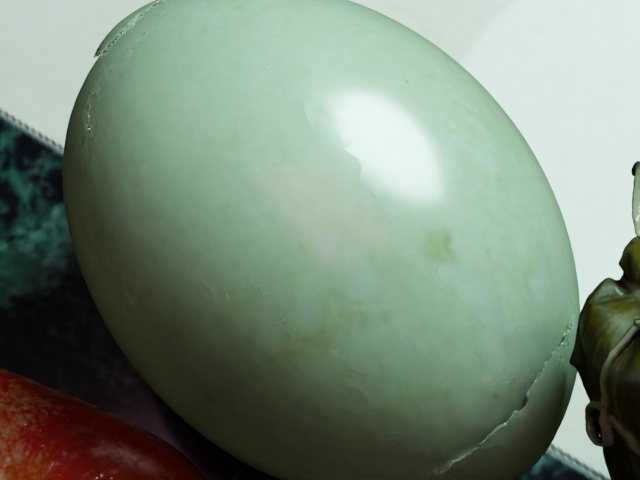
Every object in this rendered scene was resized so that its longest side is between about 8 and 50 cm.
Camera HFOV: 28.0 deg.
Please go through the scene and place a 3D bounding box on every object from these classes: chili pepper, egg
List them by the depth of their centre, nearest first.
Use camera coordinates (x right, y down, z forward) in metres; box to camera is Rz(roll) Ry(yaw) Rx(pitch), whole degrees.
[{"bbox_3d":[0.000,0.000,0.540,0.186,0.186,0.253,-41,79,-13],"label":"egg"},{"bbox_3d":[-0.083,0.126,0.550,0.192,0.084,0.086,23,88,14],"label":"chili pepper"}]

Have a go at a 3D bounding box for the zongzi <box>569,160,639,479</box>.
[{"bbox_3d":[0.212,0.045,0.511,0.241,0.247,0.111,-39,37,-18],"label":"zongzi"}]
